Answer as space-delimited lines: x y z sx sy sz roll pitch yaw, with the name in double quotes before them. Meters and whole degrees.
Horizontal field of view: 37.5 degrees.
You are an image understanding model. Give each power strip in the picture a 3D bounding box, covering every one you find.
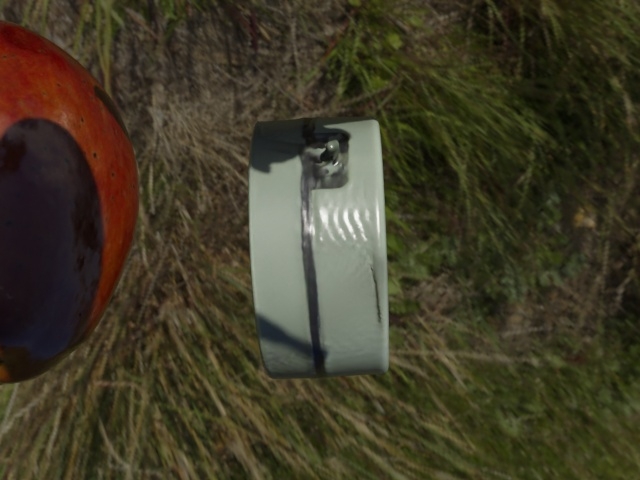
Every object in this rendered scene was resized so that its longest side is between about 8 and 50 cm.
"power strip" 0.000 0.000 1.199 0.162 0.357 0.357 -2 127 3

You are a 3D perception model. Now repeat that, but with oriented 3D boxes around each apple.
"apple" -0.345 -0.042 0.915 0.329 0.364 0.295 -3 155 -8
